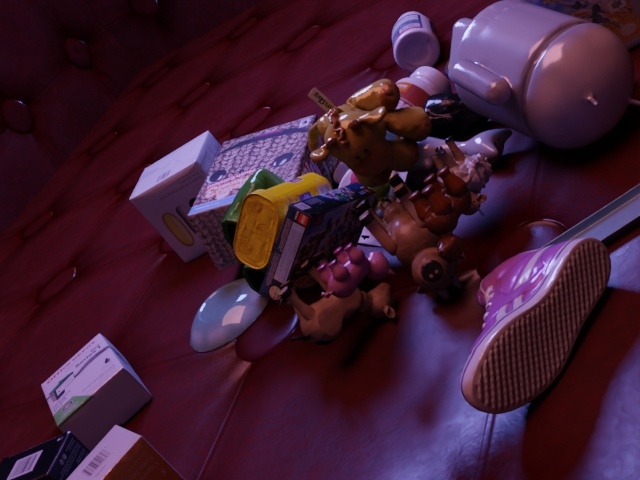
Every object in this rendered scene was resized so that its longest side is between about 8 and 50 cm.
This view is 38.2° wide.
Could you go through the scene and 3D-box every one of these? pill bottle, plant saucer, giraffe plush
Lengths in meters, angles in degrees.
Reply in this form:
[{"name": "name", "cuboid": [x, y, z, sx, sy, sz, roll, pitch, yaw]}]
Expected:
[{"name": "pill bottle", "cuboid": [0.168, -0.246, 1.844, 0.121, 0.121, 0.216, 1, 45, 54]}, {"name": "pill bottle", "cuboid": [0.223, -0.475, 2.184, 0.108, 0.108, 0.180, -29, 26, 18]}, {"name": "plant saucer", "cuboid": [0.396, -0.020, 1.277, 0.192, 0.018, 0.067, -33, 25, 7]}, {"name": "giraffe plush", "cuboid": [0.067, -0.168, 1.475, 0.170, 0.210, 0.181, -81, 16, -72]}, {"name": "plant saucer", "cuboid": [-0.182, 0.129, 1.768, 0.195, 0.037, 0.195, -30, 27, 17]}]

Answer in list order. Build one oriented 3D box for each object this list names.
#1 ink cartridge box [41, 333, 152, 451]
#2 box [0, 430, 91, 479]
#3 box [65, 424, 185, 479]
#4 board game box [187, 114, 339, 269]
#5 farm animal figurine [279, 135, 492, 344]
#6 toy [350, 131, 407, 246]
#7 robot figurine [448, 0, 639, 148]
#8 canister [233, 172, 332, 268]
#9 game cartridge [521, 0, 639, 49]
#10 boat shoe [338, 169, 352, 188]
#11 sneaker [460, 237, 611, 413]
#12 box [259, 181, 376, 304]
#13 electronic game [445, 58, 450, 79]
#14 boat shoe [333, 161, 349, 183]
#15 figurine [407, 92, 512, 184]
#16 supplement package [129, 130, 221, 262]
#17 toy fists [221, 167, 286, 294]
[{"name": "ink cartridge box", "cuboid": [-0.431, 0.287, 1.759, 0.160, 0.092, 0.219, -43, 26, -11]}, {"name": "box", "cuboid": [-0.414, 0.404, 1.456, 0.156, 0.158, 0.093, -26, 27, 25]}, {"name": "box", "cuboid": [-0.260, 0.368, 1.298, 0.130, 0.170, 0.091, -50, 26, -24]}, {"name": "board game box", "cuboid": [-0.107, -0.103, 1.895, 0.232, 0.141, 0.291, -15, 31, 19]}, {"name": "farm animal figurine", "cuboid": [0.124, 0.023, 1.413, 0.330, 0.172, 0.326, -35, 11, 25]}, {"name": "toy", "cuboid": [0.094, -0.114, 1.668, 0.137, 0.056, 0.237, 9, 80, 57]}, {"name": "robot figurine", "cuboid": [0.356, -0.270, 1.495, 0.300, 0.199, 0.353, -18, 33, -28]}, {"name": "canister", "cuboid": [-0.057, -0.036, 1.503, 0.073, 0.126, 0.170, 27, 29, 23]}, {"name": "game cartridge", "cuboid": [0.467, -0.405, 1.629, 0.297, 0.198, 0.062, -29, 26, 19]}, {"name": "boat shoe", "cuboid": [0.097, -0.120, 1.758, 0.184, 0.066, 0.063, -37, 17, 28]}, {"name": "sneaker", "cuboid": [0.241, 0.111, 1.180, 0.282, 0.102, 0.161, -43, 18, -29]}, {"name": "box", "cuboid": [0.000, 0.000, 1.514, 0.233, 0.044, 0.159, -23, -43, -58]}, {"name": "electronic game", "cuboid": [0.359, -0.368, 1.837, 0.229, 0.048, 0.229, -17, 27, 9]}, {"name": "boat shoe", "cuboid": [0.049, -0.149, 1.951, 0.035, 0.035, 0.100, -51, 11, 50]}, {"name": "figurine", "cuboid": [0.269, -0.198, 1.681, 0.210, 0.092, 0.214, -8, 38, 40]}, {"name": "supplement package", "cuboid": [-0.279, -0.096, 2.088, 0.194, 0.203, 0.149, -27, 27, 24]}, {"name": "toy fists", "cuboid": [-0.085, -0.017, 1.649, 0.096, 0.279, 0.142, 12, 61, 21]}]
